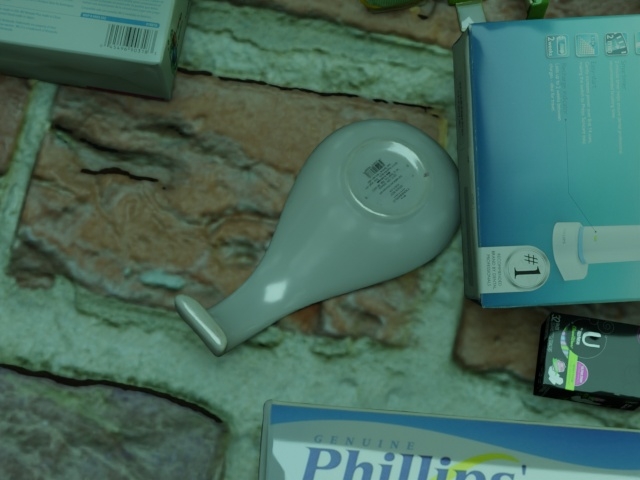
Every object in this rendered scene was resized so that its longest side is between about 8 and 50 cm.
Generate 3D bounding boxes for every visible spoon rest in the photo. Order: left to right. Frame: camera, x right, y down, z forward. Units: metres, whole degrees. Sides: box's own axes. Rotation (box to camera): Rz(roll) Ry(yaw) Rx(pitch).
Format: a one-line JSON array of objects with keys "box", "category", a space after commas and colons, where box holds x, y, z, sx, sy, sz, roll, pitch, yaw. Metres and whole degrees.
[{"box": [0.000, 0.000, 1.110, 0.276, 0.084, 0.137, -36, 78, -23], "category": "spoon rest"}]

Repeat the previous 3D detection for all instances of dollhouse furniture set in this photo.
[{"box": [0.111, -0.206, 1.159, 0.152, 0.076, 0.058, -10, 76, -3], "category": "dollhouse furniture set"}]

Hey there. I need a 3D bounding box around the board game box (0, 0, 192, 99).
[{"box": [-0.208, -0.290, 1.168, 0.224, 0.097, 0.303, 10, 78, 4], "category": "board game box"}]

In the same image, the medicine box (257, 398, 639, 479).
[{"box": [0.092, 0.211, 0.926, 0.264, 0.289, 0.149, 4, 74, 2], "category": "medicine box"}]

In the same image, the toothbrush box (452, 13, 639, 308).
[{"box": [0.258, -0.063, 1.062, 0.296, 0.126, 0.216, -4, 92, 1], "category": "toothbrush box"}]

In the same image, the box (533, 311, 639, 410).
[{"box": [0.216, 0.096, 1.082, 0.083, 0.052, 0.062, 9, 75, 2], "category": "box"}]
